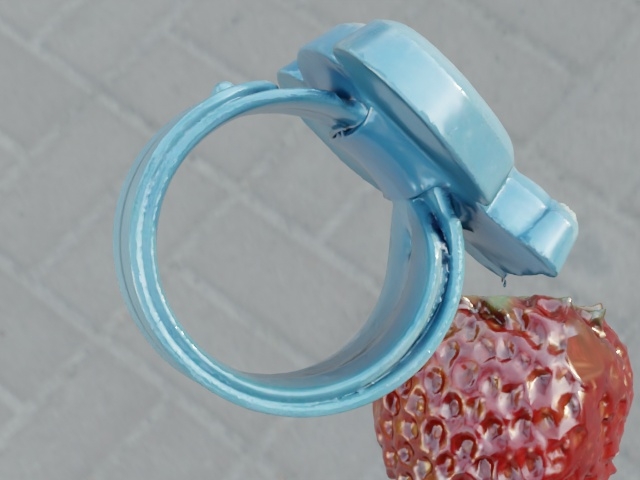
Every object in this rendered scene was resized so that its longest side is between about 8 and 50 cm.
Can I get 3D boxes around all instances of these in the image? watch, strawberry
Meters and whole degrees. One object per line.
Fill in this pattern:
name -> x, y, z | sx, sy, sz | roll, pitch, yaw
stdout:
watch -> 0.000, 0.000, 0.984 | 0.193, 0.211, 0.211 | -45, 63, -8
strawberry -> 0.128, 0.162, 1.430 | 0.205, 0.205, 0.244 | 1, 77, 10
